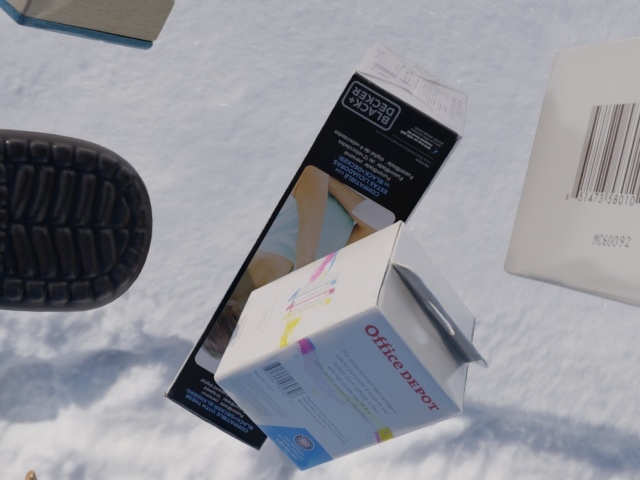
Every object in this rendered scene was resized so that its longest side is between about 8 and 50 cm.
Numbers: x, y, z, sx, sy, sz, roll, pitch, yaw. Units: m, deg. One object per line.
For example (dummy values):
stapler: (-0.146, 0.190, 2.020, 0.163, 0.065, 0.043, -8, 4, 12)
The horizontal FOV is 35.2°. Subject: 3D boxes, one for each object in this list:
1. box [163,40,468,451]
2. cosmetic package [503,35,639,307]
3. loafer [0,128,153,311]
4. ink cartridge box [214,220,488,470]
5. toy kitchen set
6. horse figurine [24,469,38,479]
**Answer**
box: (0.000, 0.000, 0.786, 0.087, 0.169, 0.290, 31, 109, -2)
cosmetic package: (0.325, -0.007, 0.602, 0.366, 0.197, 0.155, 13, 90, -19)
loafer: (-0.286, -0.018, 0.569, 0.366, 0.130, 0.133, 13, 82, -27)
ink cartridge box: (0.026, 0.064, 0.626, 0.143, 0.090, 0.092, -26, 115, 29)
toy kitchen set: (-0.242, -0.166, 0.742, 0.207, 0.122, 0.166, 43, 114, 27)
horse figurine: (-0.303, 0.334, 0.912, 0.066, 0.263, 0.174, -10, 103, 44)
